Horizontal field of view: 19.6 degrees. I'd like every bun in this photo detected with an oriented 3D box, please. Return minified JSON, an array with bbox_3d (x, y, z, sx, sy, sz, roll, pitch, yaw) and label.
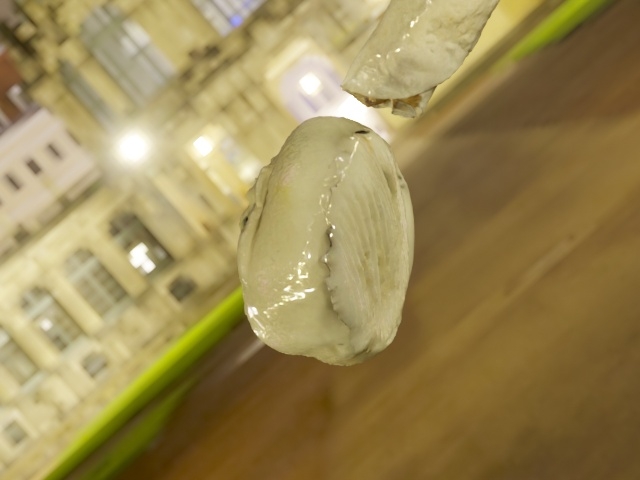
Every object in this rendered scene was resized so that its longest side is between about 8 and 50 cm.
[{"bbox_3d":[0.000,0.000,1.735,0.141,0.239,0.239,3,20,20],"label":"bun"}]

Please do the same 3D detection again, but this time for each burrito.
[{"bbox_3d":[0.161,-0.300,1.942,0.392,0.117,0.076,-59,34,9],"label":"burrito"}]
